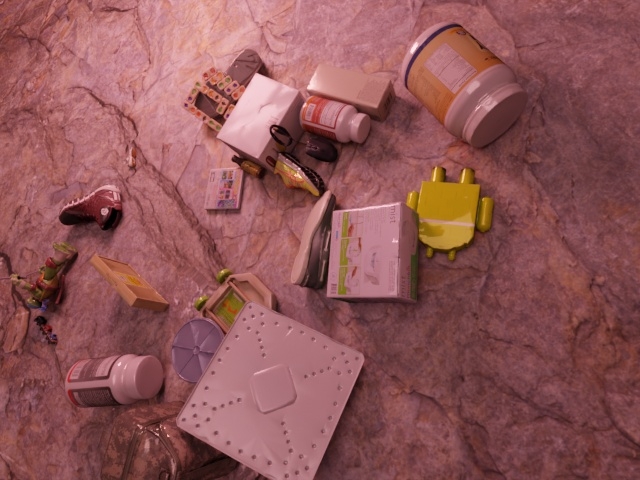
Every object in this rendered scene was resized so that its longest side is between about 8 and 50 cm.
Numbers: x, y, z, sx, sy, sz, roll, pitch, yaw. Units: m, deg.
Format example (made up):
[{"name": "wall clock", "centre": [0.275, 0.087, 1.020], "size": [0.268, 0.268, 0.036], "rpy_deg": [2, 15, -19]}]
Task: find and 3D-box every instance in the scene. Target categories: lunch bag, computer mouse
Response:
[{"name": "lunch bag", "centre": [-0.406, 0.600, 1.262], "size": [0.255, 0.305, 0.213], "rpy_deg": [13, 83, 27]}, {"name": "computer mouse", "centre": [-0.052, -0.315, 1.440], "size": [0.241, 0.041, 0.071], "rpy_deg": [17, 97, -17]}]

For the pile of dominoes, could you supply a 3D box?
[{"name": "pile of dominoes", "centre": [-0.364, -0.502, 1.622], "size": [0.251, 0.040, 0.196], "rpy_deg": [34, 103, 0]}]

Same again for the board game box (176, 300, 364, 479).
[{"name": "board game box", "centre": [-0.128, 0.414, 1.232], "size": [0.389, 0.050, 0.390], "rpy_deg": [23, 63, 12]}]

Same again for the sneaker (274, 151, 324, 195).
[{"name": "sneaker", "centre": [-0.073, -0.204, 1.483], "size": [0.208, 0.081, 0.094], "rpy_deg": [42, 116, 20]}]

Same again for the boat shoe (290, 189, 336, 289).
[{"name": "boat shoe", "centre": [0.000, 0.000, 1.399], "size": [0.098, 0.116, 0.320], "rpy_deg": [23, 74, -18]}]

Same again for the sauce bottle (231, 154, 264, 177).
[{"name": "sauce bottle", "centre": [-0.258, -0.263, 1.573], "size": [0.128, 0.042, 0.042], "rpy_deg": [28, 87, 17]}]

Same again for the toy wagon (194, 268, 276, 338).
[{"name": "toy wagon", "centre": [-0.297, 0.269, 1.437], "size": [0.267, 0.068, 0.344], "rpy_deg": [41, 93, 26]}]

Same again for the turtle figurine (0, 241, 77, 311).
[{"name": "turtle figurine", "centre": [-1.099, 0.110, 1.719], "size": [0.274, 0.198, 0.266], "rpy_deg": [35, 86, 22]}]

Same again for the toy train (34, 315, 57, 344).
[{"name": "toy train", "centre": [-1.067, 0.348, 1.734], "size": [0.158, 0.027, 0.036], "rpy_deg": [40, 81, 26]}]

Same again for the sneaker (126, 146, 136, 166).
[{"name": "sneaker", "centre": [-0.773, -0.339, 1.807], "size": [0.036, 0.032, 0.084], "rpy_deg": [-10, 72, 18]}]

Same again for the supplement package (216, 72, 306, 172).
[{"name": "supplement package", "centre": [-0.185, -0.399, 1.534], "size": [0.203, 0.145, 0.262], "rpy_deg": [30, 89, 25]}]

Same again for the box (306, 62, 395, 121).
[{"name": "box", "centre": [0.101, -0.492, 1.479], "size": [0.274, 0.094, 0.113], "rpy_deg": [25, 85, 25]}]

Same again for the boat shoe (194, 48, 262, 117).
[{"name": "boat shoe", "centre": [-0.343, -0.581, 1.680], "size": [0.118, 0.103, 0.320], "rpy_deg": [45, 100, -2]}]

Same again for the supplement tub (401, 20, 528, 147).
[{"name": "supplement tub", "centre": [0.405, -0.442, 1.273], "size": [0.228, 0.228, 0.316], "rpy_deg": [-38, 66, 7]}]

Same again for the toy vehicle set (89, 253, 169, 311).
[{"name": "toy vehicle set", "centre": [-0.667, 0.150, 1.556], "size": [0.266, 0.166, 0.035], "rpy_deg": [35, 89, 26]}]

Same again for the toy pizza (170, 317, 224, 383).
[{"name": "toy pizza", "centre": [-0.380, 0.344, 1.393], "size": [0.201, 0.032, 0.202], "rpy_deg": [-6, 73, 19]}]

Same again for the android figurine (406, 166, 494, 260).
[{"name": "android figurine", "centre": [0.365, -0.078, 1.283], "size": [0.247, 0.056, 0.273], "rpy_deg": [5, 77, 22]}]

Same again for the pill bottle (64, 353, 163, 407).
[{"name": "pill bottle", "centre": [-0.679, 0.464, 1.477], "size": [0.282, 0.161, 0.162], "rpy_deg": [-10, 72, 18]}]

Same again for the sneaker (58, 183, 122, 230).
[{"name": "sneaker", "centre": [-0.900, -0.092, 1.750], "size": [0.281, 0.106, 0.163], "rpy_deg": [-29, 70, 11]}]

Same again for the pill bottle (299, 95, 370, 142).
[{"name": "pill bottle", "centre": [0.049, -0.391, 1.456], "size": [0.216, 0.121, 0.121], "rpy_deg": [23, 85, 24]}]

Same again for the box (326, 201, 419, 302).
[{"name": "box", "centre": [0.150, 0.041, 1.264], "size": [0.230, 0.126, 0.262], "rpy_deg": [-6, 72, 35]}]

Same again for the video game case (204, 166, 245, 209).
[{"name": "video game case", "centre": [-0.346, -0.187, 1.608], "size": [0.143, 0.019, 0.158], "rpy_deg": [0, 75, 21]}]
